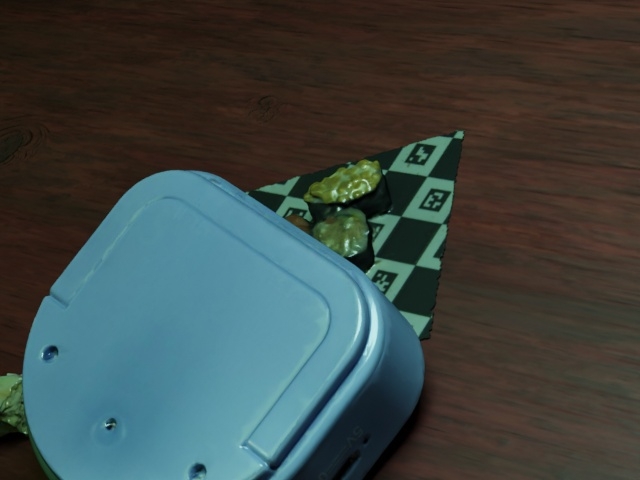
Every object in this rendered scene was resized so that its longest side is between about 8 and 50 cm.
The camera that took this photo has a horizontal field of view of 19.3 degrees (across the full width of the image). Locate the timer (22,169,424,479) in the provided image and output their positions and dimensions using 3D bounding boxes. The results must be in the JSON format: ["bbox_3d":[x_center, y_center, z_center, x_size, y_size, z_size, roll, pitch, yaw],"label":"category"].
[{"bbox_3d":[-0.118,0.149,1.851,0.395,0.173,0.395,-11,61,21],"label":"timer"}]

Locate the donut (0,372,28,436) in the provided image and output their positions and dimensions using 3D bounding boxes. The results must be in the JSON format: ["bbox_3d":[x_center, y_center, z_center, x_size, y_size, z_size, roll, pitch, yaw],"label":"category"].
[{"bbox_3d":[-0.378,0.223,2.054,0.108,0.065,0.166,-1,51,35],"label":"donut"}]

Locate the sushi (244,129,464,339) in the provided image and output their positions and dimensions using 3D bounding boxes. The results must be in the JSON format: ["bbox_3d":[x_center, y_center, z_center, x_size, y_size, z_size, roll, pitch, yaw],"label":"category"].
[{"bbox_3d":[0.000,0.000,2.019,0.292,0.059,0.294,-13,43,24],"label":"sushi"}]
